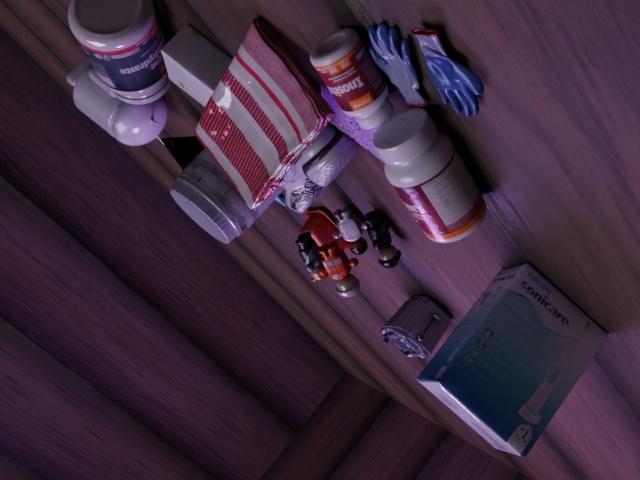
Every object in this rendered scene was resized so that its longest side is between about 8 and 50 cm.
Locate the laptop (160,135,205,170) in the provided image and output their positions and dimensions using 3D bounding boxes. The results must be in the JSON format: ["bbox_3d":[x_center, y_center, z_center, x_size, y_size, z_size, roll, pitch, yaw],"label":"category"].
[{"bbox_3d":[-0.330,-0.202,1.963,0.234,0.137,0.264,51,173,34],"label":"laptop"}]

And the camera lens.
[{"bbox_3d":[-0.217,-0.157,1.636,0.219,0.274,0.219,38,165,12],"label":"camera lens"}]

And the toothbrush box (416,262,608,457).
[{"bbox_3d":[0.368,0.225,1.235,0.216,0.295,0.126,41,167,-2],"label":"toothbrush box"}]

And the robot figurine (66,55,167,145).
[{"bbox_3d":[-0.625,-0.433,2.008,0.353,0.199,0.300,38,174,11],"label":"robot figurine"}]

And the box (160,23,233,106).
[{"bbox_3d":[-0.264,-0.382,1.464,0.170,0.091,0.130,39,166,6],"label":"box"}]

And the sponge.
[{"bbox_3d":[0.088,-0.212,1.192,0.210,0.031,0.117,37,165,12],"label":"sponge"}]

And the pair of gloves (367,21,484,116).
[{"bbox_3d":[0.153,-0.250,0.939,0.198,0.023,0.159,24,160,50],"label":"pair of gloves"}]

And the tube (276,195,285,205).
[{"bbox_3d":[-0.181,-0.180,1.945,0.207,0.052,0.080,47,176,-39],"label":"tube"}]

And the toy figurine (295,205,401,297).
[{"bbox_3d":[0.067,0.027,1.580,0.210,0.213,0.148,14,136,59],"label":"toy figurine"}]

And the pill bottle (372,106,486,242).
[{"bbox_3d":[0.183,-0.108,1.078,0.121,0.121,0.221,20,155,53],"label":"pill bottle"}]

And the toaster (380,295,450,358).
[{"bbox_3d":[0.271,0.246,1.832,0.129,0.146,0.227,43,165,-3],"label":"toaster"}]

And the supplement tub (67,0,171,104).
[{"bbox_3d":[-0.463,-0.466,1.524,0.191,0.191,0.272,38,165,12],"label":"supplement tub"}]

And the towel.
[{"bbox_3d":[-0.130,-0.234,1.270,0.237,0.037,0.329,53,136,9],"label":"towel"}]

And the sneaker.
[{"bbox_3d":[-0.057,-0.196,1.417,0.210,0.137,0.366,43,161,-2],"label":"sneaker"}]

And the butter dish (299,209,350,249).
[{"bbox_3d":[0.000,0.000,1.856,0.160,0.118,0.160,45,166,-16],"label":"butter dish"}]

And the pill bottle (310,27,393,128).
[{"bbox_3d":[0.056,-0.257,1.034,0.086,0.086,0.152,21,156,52],"label":"pill bottle"}]
